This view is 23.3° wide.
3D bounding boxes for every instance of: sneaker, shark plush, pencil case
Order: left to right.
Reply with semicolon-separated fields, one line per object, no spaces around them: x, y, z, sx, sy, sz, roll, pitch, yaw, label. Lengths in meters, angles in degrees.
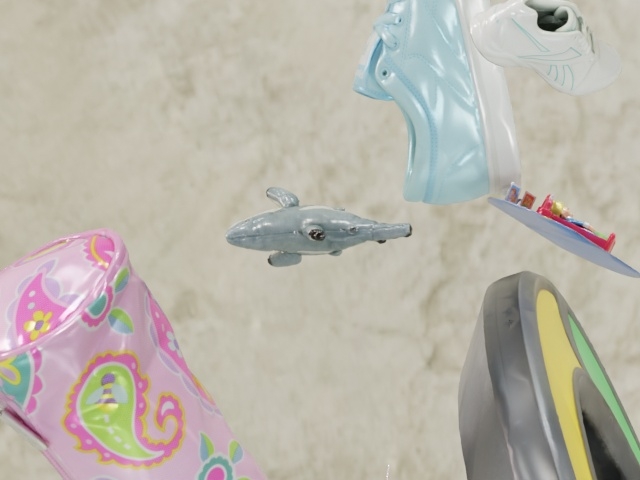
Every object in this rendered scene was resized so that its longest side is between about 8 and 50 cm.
-0.105;0.127;0.927;0.124;0.284;0.124;-24;29;14;pencil case
0.000;0.000;1.384;0.161;0.067;0.073;13;97;16;shark plush
0.097;-0.210;1.587;0.150;0.135;0.365;-15;93;-3;sneaker
0.190;-0.154;1.217;0.152;0.061;0.053;11;60;-37;sneaker

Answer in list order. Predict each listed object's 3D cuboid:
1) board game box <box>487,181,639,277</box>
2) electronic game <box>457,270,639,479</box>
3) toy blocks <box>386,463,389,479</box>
0.248;-0.015;1.527;0.133;0.169;0.033;23;85;58;board game box
0.098;0.117;0.459;0.048;0.229;0.229;-23;64;13;electronic game
0.087;0.404;1.663;0.309;0.260;0.288;-6;72;15;toy blocks
